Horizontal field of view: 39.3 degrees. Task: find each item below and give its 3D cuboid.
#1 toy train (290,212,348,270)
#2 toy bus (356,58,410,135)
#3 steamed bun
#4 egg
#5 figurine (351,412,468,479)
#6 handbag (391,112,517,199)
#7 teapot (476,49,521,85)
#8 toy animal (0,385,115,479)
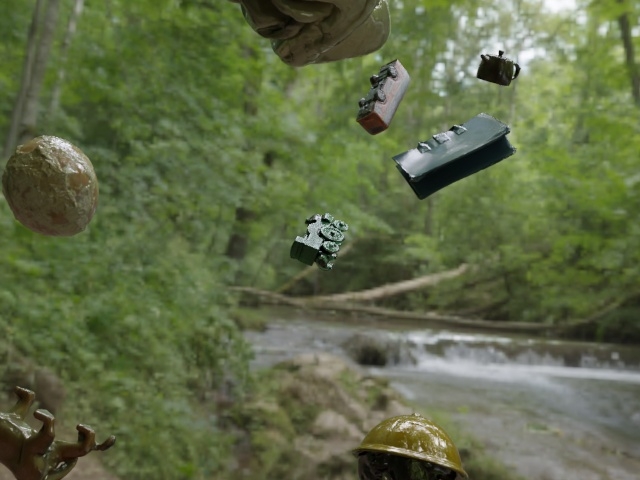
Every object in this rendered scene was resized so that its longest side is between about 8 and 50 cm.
[{"bbox_3d":[0.000,0.000,2.047,0.105,0.071,0.178,21,31,3],"label":"toy train"},{"bbox_3d":[0.140,-0.318,1.987,0.065,0.192,0.077,-19,-56,43],"label":"toy bus"},{"bbox_3d":[-0.046,-0.439,1.436,0.247,0.339,0.352,-27,-11,-15],"label":"steamed bun"},{"bbox_3d":[-0.583,-0.114,1.958,0.203,0.203,0.245,1,-44,16],"label":"egg"},{"bbox_3d":[0.148,0.397,1.417,0.167,0.256,0.192,-32,-49,21],"label":"figurine"},{"bbox_3d":[0.265,-0.178,1.792,0.221,0.057,0.144,-27,33,-1],"label":"handbag"},{"bbox_3d":[0.381,-0.370,1.907,0.121,0.068,0.076,3,20,-33],"label":"teapot"},{"bbox_3d":[-0.506,0.324,1.465,0.312,0.157,0.097,24,-2,21],"label":"toy animal"}]
